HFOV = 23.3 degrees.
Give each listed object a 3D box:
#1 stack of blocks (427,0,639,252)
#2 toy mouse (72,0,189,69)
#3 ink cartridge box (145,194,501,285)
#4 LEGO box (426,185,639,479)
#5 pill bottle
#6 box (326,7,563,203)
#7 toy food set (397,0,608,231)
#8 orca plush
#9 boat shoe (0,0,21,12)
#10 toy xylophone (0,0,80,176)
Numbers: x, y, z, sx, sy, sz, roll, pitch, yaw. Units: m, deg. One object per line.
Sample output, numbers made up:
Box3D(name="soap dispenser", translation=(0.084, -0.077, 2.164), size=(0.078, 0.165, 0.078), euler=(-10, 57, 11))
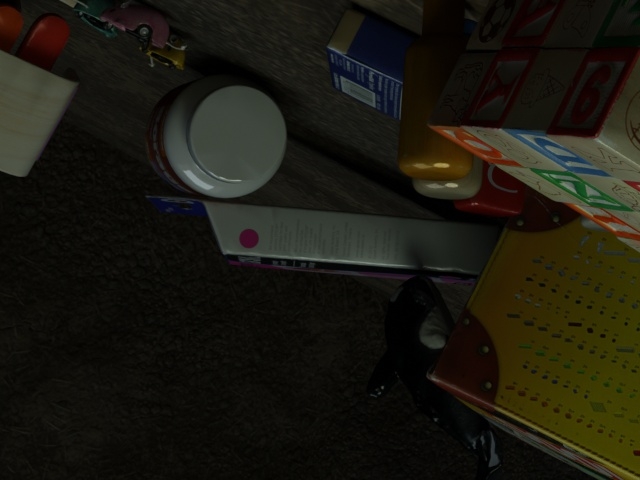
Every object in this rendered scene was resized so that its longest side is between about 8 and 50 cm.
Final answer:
Box3D(name="stack of blocks", translation=(0.221, -0.021, 0.755), size=(0.297, 0.087, 0.171), euler=(29, 176, -20))
Box3D(name="toy mouse", translation=(-0.177, -0.202, 1.417), size=(0.143, 0.031, 0.161), euler=(29, 175, -28))
Box3D(name="ink cartridge box", translation=(0.000, 0.000, 1.681), size=(0.370, 0.069, 0.176), euler=(7, 176, -1))
Box3D(name="LEGO box", translation=(0.373, 0.157, 1.218), size=(0.500, 0.193, 0.372), euler=(26, 175, 20))
Box3D(name="pill bottle", translation=(-0.101, -0.102, 1.533), size=(0.121, 0.121, 0.216), euler=(28, 175, -13))
Box3D(name="box", translation=(0.112, -0.080, 1.053), size=(0.225, 0.036, 0.136), euler=(28, 176, 4))
Box3D(name="toy food set", translation=(0.134, -0.069, 0.882), size=(0.232, 0.105, 0.111), euler=(8, 171, -26))
Box3D(name="orca plush", translation=(0.102, 0.146, 1.530), size=(0.151, 0.102, 0.287), euler=(54, -170, -47))
Box3D(name="boat shoe", translation=(-0.458, -0.241, 1.607), size=(0.341, 0.110, 0.122), euler=(-13, -104, -57))
Box3D(name="toy xylophone", translation=(-0.363, -0.187, 1.532), size=(0.322, 0.236, 0.081), euler=(33, -173, -40))
